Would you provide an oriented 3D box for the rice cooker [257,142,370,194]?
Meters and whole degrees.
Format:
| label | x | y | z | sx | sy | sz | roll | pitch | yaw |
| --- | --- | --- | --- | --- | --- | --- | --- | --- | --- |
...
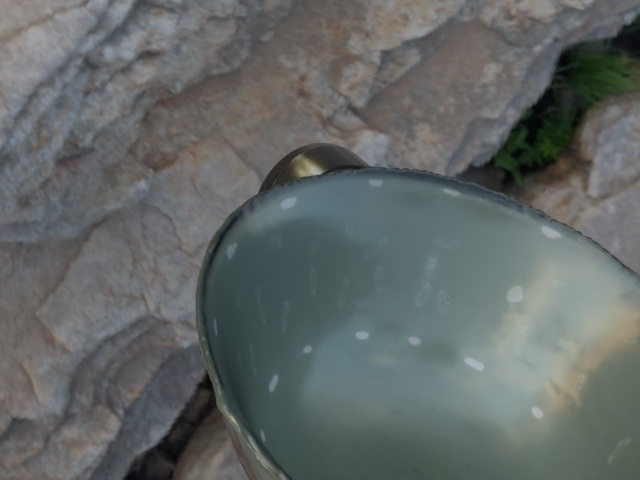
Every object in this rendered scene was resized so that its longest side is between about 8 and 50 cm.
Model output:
| label | x | y | z | sx | sy | sz | roll | pitch | yaw |
| --- | --- | --- | --- | --- | --- | --- | --- | --- | --- |
| rice cooker | 0.000 | 0.000 | 0.920 | 0.112 | 0.106 | 0.165 | 2 | 106 | -29 |

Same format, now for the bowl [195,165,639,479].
| label | x | y | z | sx | sy | sz | roll | pitch | yaw |
| --- | --- | --- | --- | --- | --- | --- | --- | --- | --- |
| bowl | 0.072 | 0.117 | 0.646 | 0.337 | 0.337 | 0.157 | 1 | 130 | -24 |
